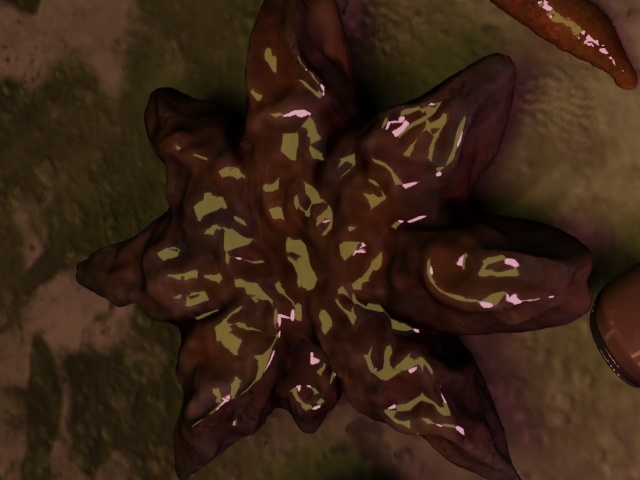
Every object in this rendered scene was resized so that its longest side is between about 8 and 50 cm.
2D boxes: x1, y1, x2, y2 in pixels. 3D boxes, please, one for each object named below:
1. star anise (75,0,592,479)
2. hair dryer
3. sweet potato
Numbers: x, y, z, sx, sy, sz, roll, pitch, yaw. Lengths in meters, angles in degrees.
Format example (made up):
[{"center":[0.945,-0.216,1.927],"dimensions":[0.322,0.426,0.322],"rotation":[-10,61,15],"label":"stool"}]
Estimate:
[{"center":[0.001,0.019,0.832],"dimensions":[0.315,0.108,0.315],"rotation":[1,93,22],"label":"star anise"},{"center":[0.230,0.074,0.756],"dimensions":[0.117,0.064,0.182],"rotation":[-37,87,28],"label":"hair dryer"},{"center":[0.090,-0.167,0.785],"dimensions":[0.226,0.068,0.068],"rotation":[43,116,-6],"label":"sweet potato"}]
